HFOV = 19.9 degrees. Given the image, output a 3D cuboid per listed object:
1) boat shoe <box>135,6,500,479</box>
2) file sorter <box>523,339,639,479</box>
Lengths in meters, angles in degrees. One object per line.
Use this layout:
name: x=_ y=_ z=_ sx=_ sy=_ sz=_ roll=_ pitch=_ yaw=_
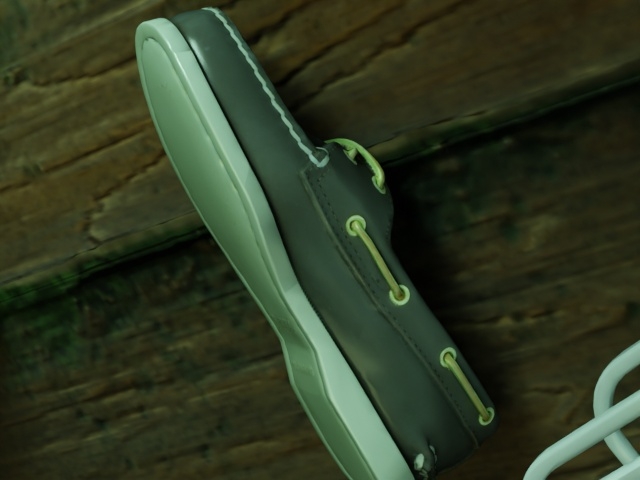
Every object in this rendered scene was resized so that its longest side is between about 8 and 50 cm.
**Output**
boat shoe: x=0.000 y=0.000 z=0.748 sx=0.228 sy=0.068 sz=0.081 roll=63 pitch=165 yaw=-16
file sorter: x=0.164 y=0.107 z=0.577 sx=0.173 sy=0.277 sz=0.193 roll=48 pitch=133 yaw=0
